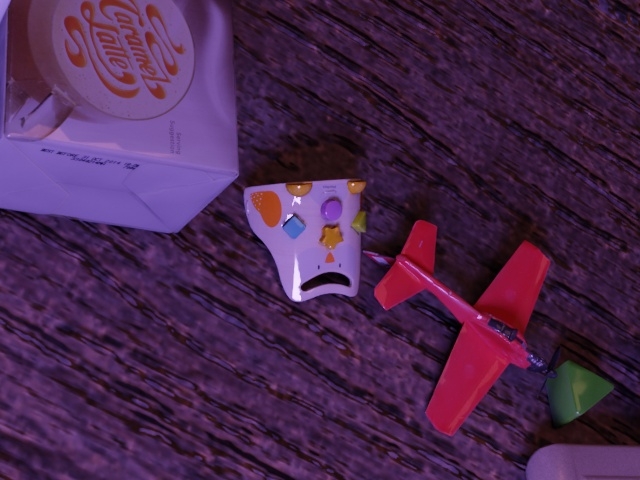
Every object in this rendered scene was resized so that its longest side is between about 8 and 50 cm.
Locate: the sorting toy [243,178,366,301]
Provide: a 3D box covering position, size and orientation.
[{"bbox_3d":[0.000,0.000,0.985,0.083,0.045,0.075,-5,90,-31],"label":"sorting toy"}]

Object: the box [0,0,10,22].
[{"bbox_3d":[-0.296,-0.133,0.740,0.262,0.231,0.127,10,52,-25],"label":"box"}]

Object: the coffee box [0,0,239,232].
[{"bbox_3d":[-0.133,-0.142,0.929,0.141,0.098,0.246,10,64,-26],"label":"coffee box"}]

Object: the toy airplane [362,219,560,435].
[{"bbox_3d":[0.094,0.044,1.010,0.151,0.028,0.151,6,71,-16],"label":"toy airplane"}]

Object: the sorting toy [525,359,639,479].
[{"bbox_3d":[0.229,0.225,1.005,0.196,0.047,0.348,3,64,-21],"label":"sorting toy"}]
